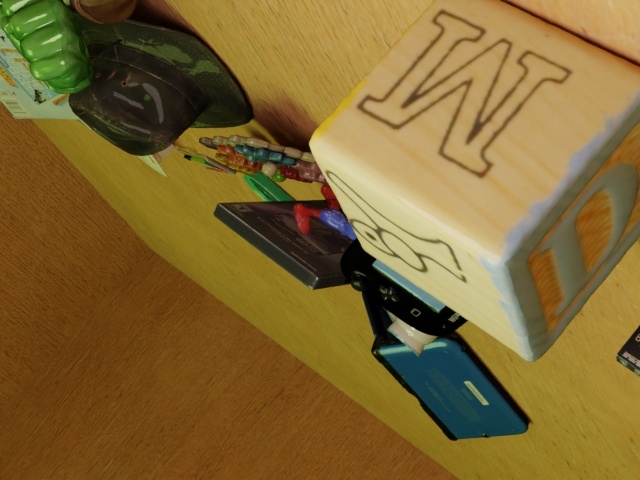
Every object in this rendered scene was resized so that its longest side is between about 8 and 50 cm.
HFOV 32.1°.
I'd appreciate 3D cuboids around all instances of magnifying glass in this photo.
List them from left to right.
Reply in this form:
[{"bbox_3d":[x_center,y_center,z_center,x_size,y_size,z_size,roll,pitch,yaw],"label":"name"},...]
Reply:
[{"bbox_3d":[-0.051,-0.057,1.939,0.231,0.026,0.092,34,166,31],"label":"magnifying glass"}]

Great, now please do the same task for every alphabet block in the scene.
[{"bbox_3d":[0.141,-0.054,0.898,0.197,0.193,0.192,35,165,31],"label":"alphabet block"}]

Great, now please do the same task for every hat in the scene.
[{"bbox_3d":[-0.275,-0.205,1.650,0.331,0.133,0.331,20,159,8],"label":"hat"}]

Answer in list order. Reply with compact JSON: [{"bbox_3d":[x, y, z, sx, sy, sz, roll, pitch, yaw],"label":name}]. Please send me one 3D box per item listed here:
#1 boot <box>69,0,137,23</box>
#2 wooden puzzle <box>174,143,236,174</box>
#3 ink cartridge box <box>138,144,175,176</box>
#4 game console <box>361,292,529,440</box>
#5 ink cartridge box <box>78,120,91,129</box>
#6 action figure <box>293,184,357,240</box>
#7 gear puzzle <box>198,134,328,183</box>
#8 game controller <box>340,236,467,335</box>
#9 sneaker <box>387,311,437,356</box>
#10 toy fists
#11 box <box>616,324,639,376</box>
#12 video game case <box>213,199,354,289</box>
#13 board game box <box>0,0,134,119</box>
[{"bbox_3d":[-0.241,-0.328,1.389,0.115,0.112,0.305,30,167,-2],"label":"boot"},{"bbox_3d":[-0.169,-0.115,1.632,0.116,0.014,0.079,24,177,-41],"label":"wooden puzzle"},{"bbox_3d":[-0.376,-0.224,2.283,0.198,0.067,0.115,37,168,29],"label":"ink cartridge box"},{"bbox_3d":[0.226,0.218,2.037,0.250,0.173,0.293,-13,132,37],"label":"game console"},{"bbox_3d":[-0.533,-0.383,2.055,0.309,0.130,0.272,33,165,36],"label":"ink cartridge box"},{"bbox_3d":[0.092,0.010,1.476,0.280,0.091,0.139,13,135,54],"label":"action figure"},{"bbox_3d":[-0.090,-0.111,1.631,0.176,0.044,0.339,14,179,-21],"label":"gear puzzle"},{"bbox_3d":[0.137,0.013,1.267,0.166,0.067,0.319,43,149,3],"label":"game controller"},{"bbox_3d":[0.160,0.110,1.726,0.087,0.092,0.228,41,-172,-5],"label":"sneaker"},{"bbox_3d":[-0.388,-0.323,1.457,0.142,0.096,0.279,104,142,-75],"label":"toy fists"},{"bbox_3d":[0.357,0.119,1.138,0.083,0.067,0.018,37,167,28],"label":"box"},{"bbox_3d":[0.000,0.000,1.609,0.196,0.026,0.274,36,-158,27],"label":"video game case"},{"bbox_3d":[-0.430,-0.308,1.791,0.318,0.065,0.318,4,153,20],"label":"board game box"}]
